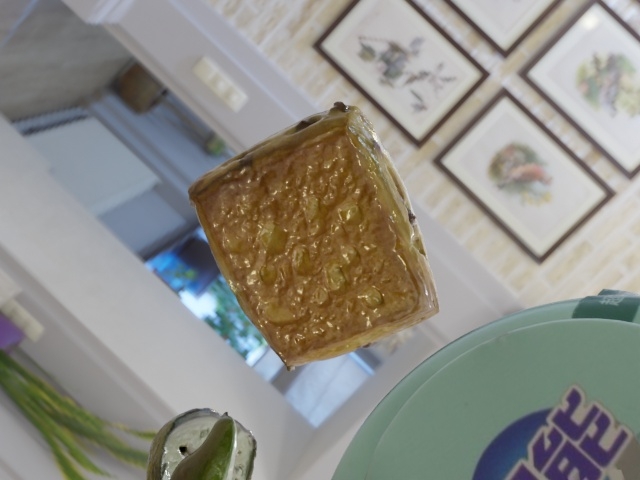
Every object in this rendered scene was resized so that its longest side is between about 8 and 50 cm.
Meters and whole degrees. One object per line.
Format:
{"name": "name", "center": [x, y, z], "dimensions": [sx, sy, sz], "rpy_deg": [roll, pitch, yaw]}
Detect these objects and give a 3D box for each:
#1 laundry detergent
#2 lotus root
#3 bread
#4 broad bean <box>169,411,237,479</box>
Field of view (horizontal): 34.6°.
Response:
{"name": "laundry detergent", "center": [0.158, 0.200, 0.520], "dimensions": [0.287, 0.305, 0.287], "rpy_deg": [-18, -139, 17]}
{"name": "lotus root", "center": [-0.166, 0.314, 1.340], "dimensions": [0.078, 0.203, 0.183], "rpy_deg": [-4, -125, 37]}
{"name": "bread", "center": [0.000, 0.000, 1.044], "dimensions": [0.210, 0.235, 0.099], "rpy_deg": [-25, -176, 20]}
{"name": "broad bean", "center": [-0.164, 0.345, 1.162], "dimensions": [0.075, 0.067, 0.325], "rpy_deg": [139, -27, -69]}
